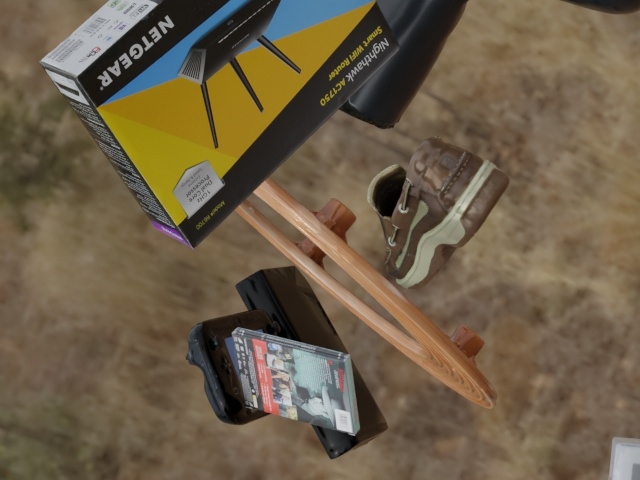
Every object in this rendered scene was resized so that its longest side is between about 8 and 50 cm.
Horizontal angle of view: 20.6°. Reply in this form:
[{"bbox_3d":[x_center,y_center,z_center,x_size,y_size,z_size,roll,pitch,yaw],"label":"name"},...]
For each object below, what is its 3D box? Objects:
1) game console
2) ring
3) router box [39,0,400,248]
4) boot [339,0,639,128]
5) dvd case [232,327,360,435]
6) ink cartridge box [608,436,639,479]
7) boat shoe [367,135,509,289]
[{"bbox_3d":[-0.040,0.132,1.793,0.044,0.361,0.213,-32,83,17],"label":"game console"},{"bbox_3d":[0.000,0.000,1.242,0.032,0.336,0.336,-50,30,-4],"label":"ring"},{"bbox_3d":[-0.051,-0.105,0.989,0.179,0.133,0.046,-45,38,-17],"label":"router box"},{"bbox_3d":[0.092,-0.149,1.097,0.207,0.094,0.246,-56,42,21],"label":"boot"},{"bbox_3d":[-0.022,0.128,1.601,0.119,0.087,0.013,12,37,29],"label":"dvd case"},{"bbox_3d":[0.250,0.253,1.417,0.232,0.066,0.189,47,-132,-85],"label":"ink cartridge box"},{"bbox_3d":[0.089,-0.033,1.561,0.095,0.095,0.257,-56,0,-21],"label":"boat shoe"}]
